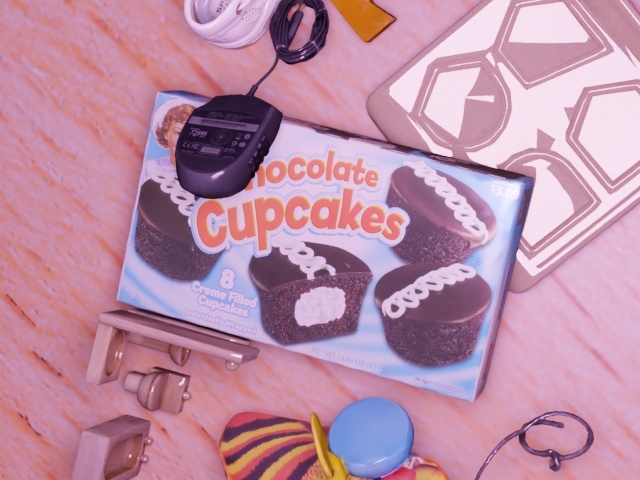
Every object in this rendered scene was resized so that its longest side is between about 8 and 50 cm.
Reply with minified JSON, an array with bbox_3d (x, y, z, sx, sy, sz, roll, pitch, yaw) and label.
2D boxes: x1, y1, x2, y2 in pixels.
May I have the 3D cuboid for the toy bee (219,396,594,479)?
[{"bbox_3d":[0.046,0.207,1.369,0.298,0.162,0.195,-19,129,34],"label":"toy bee"}]

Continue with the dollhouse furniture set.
[{"bbox_3d":[-0.122,0.145,1.427,0.123,0.144,0.151,15,94,11],"label":"dollhouse furniture set"}]

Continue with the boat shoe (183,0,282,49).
[{"bbox_3d":[-0.041,-0.293,1.417,0.098,0.096,0.277,21,96,10],"label":"boat shoe"}]

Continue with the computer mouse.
[{"bbox_3d":[-0.050,-0.117,1.391,0.071,0.041,0.242,11,50,24],"label":"computer mouse"}]

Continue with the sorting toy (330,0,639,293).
[{"bbox_3d":[0.155,-0.140,1.417,0.229,0.041,0.307,-39,84,15],"label":"sorting toy"}]

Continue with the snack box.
[{"bbox_3d":[0.000,0.000,1.424,0.321,0.060,0.187,15,100,14],"label":"snack box"}]
